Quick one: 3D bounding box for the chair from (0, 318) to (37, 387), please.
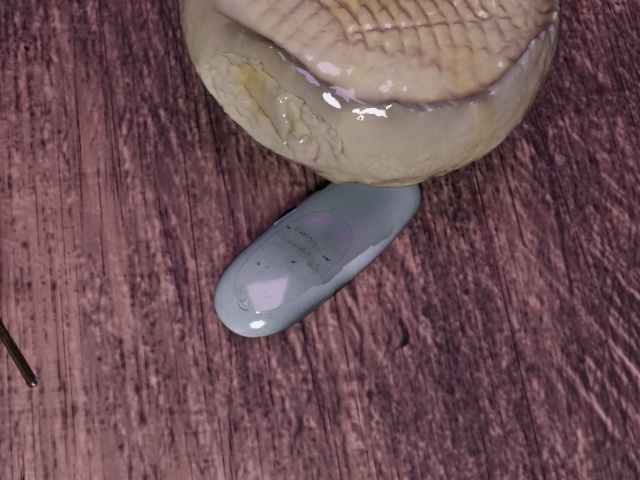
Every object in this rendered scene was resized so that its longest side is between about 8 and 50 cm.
[{"bbox_3d":[-0.357,0.028,1.184,0.159,0.170,0.325,-23,24,-16],"label":"chair"}]

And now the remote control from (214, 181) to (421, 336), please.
[{"bbox_3d":[0.000,0.001,1.308,0.097,0.045,0.256,41,60,13],"label":"remote control"}]

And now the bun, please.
[{"bbox_3d":[0.045,-0.196,1.335,0.364,0.202,0.364,4,54,-5],"label":"bun"}]
